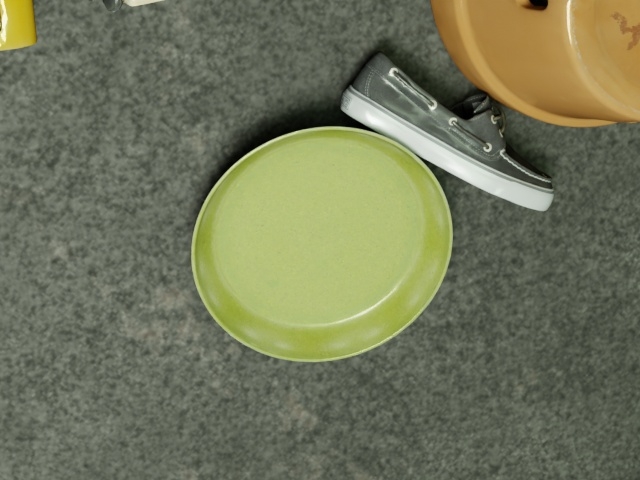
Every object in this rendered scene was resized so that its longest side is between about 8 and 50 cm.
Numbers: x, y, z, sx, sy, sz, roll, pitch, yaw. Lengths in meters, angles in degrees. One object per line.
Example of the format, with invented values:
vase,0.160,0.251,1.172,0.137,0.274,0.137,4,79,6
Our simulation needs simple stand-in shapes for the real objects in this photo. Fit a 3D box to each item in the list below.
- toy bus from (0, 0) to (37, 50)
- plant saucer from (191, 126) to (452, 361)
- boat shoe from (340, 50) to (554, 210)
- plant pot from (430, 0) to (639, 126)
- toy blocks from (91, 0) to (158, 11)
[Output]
toy bus,-0.280,-0.246,1.249,0.202,0.104,0.191,37,95,-24
plant saucer,0.000,0.000,1.437,0.240,0.037,0.241,-4,118,-9
boat shoe,0.129,-0.103,1.438,0.228,0.080,0.076,27,101,-15
plant pot,0.264,-0.223,1.361,0.290,0.203,0.291,-6,110,-15
toy blocks,-0.083,-0.346,1.129,0.309,0.288,0.260,-18,121,-31
